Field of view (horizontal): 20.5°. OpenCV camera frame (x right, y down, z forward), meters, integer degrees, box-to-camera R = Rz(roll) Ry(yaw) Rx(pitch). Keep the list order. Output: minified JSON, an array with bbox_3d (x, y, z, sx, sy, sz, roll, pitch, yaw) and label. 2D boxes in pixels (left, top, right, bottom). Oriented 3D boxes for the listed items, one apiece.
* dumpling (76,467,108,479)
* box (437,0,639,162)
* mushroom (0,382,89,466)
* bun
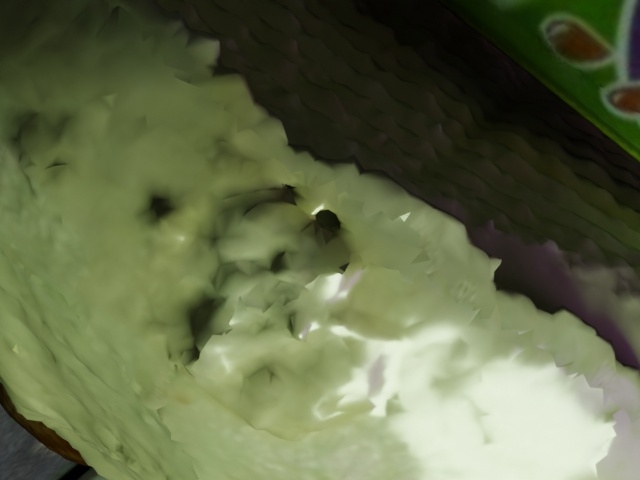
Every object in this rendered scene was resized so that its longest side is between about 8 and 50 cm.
[{"bbox_3d":[-0.139,0.203,1.288,0.176,0.092,0.150,-42,177,-26],"label":"dumpling"},{"bbox_3d":[0.080,-0.129,0.572,0.134,0.345,0.097,-57,164,25],"label":"box"},{"bbox_3d":[-0.039,0.036,0.971,0.267,0.267,0.254,95,10,-65],"label":"mushroom"},{"bbox_3d":[-0.004,0.002,0.647,0.202,0.364,0.364,-56,160,20],"label":"bun"}]
